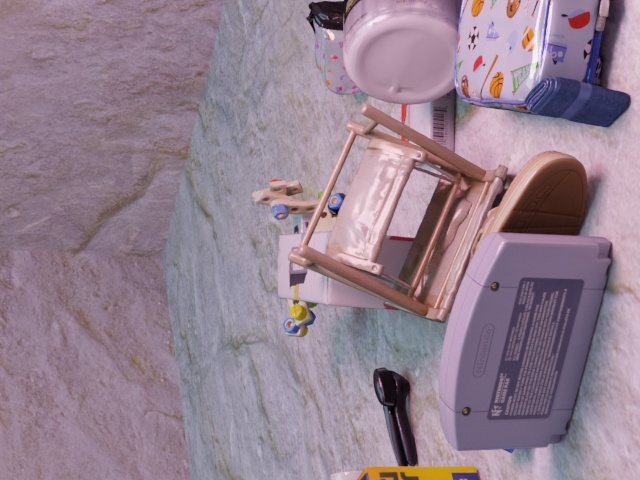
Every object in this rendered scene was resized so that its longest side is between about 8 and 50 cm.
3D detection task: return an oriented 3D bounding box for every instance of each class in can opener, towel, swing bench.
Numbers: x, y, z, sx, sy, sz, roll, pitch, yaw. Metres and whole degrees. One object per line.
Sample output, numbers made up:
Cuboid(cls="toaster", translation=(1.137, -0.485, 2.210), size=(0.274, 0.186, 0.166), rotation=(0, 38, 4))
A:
Cuboid(cls="can opener", translation=(0.135, 0.320, 1.969), size=(0.059, 0.073, 0.186), rotation=(-37, 61, 56))
Cuboid(cls="towel", translation=(0.327, -0.180, 1.400), size=(0.067, 0.119, 0.029), rotation=(128, 148, -58))
Cuboid(cls="swing bench", translation=(0.120, -0.036, 1.699), size=(0.165, 0.254, 0.253), rotation=(153, 141, -82))

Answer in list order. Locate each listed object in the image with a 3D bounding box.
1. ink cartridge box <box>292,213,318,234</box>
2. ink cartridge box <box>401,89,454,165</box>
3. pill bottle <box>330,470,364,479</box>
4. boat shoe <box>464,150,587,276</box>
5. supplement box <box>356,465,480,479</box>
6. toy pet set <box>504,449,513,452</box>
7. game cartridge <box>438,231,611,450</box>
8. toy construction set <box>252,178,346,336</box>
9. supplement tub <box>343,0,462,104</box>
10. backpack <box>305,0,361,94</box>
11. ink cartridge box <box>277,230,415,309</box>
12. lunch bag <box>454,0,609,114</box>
Cuboid(cls="ink cartridge box", translation=(0.000, 0.000, 2.335), size=(0.063, 0.109, 0.151), rotation=(155, 116, -67))
Cuboid(cls="ink cartridge box", translation=(0.170, -0.231, 1.970), size=(0.232, 0.066, 0.189), rotation=(168, 105, -66))
Cuboid(cls="pill bottle", translation=(0.063, 0.535, 2.056), size=(0.108, 0.108, 0.194), rotation=(134, 136, -62))
Cuboid(cls="boat shoe", translation=(0.266, -0.001, 1.539), size=(0.110, 0.121, 0.341), rotation=(-108, 27, -45))
Cuboid(cls="supplement box", translation=(0.119, 0.527, 1.761), size=(0.356, 0.195, 0.194), rotation=(116, 151, -47))
Cuboid(cls="toy pet set", translation=(0.283, 0.241, 1.579), size=(0.114, 0.065, 0.122), rotation=(-56, 12, -22))
Cuboid(cls="game cartridge", translation=(0.257, 0.132, 1.425), size=(0.062, 0.198, 0.297), rotation=(-129, 47, -64))
Cuboid(cls="toy construction set", translation=(-0.015, 0.015, 2.220), size=(0.215, 0.151, 0.328), rotation=(-25, 70, 25))
Cuboid(cls="supplement tub", translation=(0.141, -0.407, 1.807), size=(0.207, 0.207, 0.338), rotation=(117, 160, -50))
Cuboid(cls="backpack", translation=(0.047, -0.390, 2.227), size=(0.115, 0.152, 0.182), rotation=(-97, 7, -53))
Cuboid(cls="ink cartridge box", translation=(0.071, 0.053, 1.943), size=(0.306, 0.226, 0.131), rotation=(175, 99, -73))
Cuboid(cls="lunch bag", translation=(0.294, -0.300, 1.533), size=(0.303, 0.115, 0.243), rotation=(-152, 69, -70))
